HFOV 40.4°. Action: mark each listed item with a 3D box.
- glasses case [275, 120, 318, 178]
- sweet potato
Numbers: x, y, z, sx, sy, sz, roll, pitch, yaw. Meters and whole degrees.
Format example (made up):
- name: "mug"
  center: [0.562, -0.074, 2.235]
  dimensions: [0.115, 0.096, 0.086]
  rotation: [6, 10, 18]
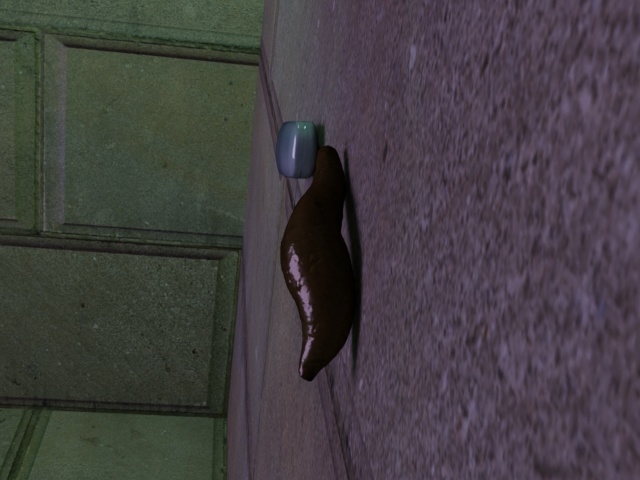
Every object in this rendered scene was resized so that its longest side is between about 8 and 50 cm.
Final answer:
- name: "glasses case"
  center: [-0.030, -0.112, 1.071]
  dimensions: [0.178, 0.045, 0.067]
  rotation: [-139, 53, -80]
- name: "sweet potato"
  center: [-0.001, -0.003, 0.742]
  dimensions: [0.069, 0.059, 0.249]
  rotation: [49, -149, -44]
